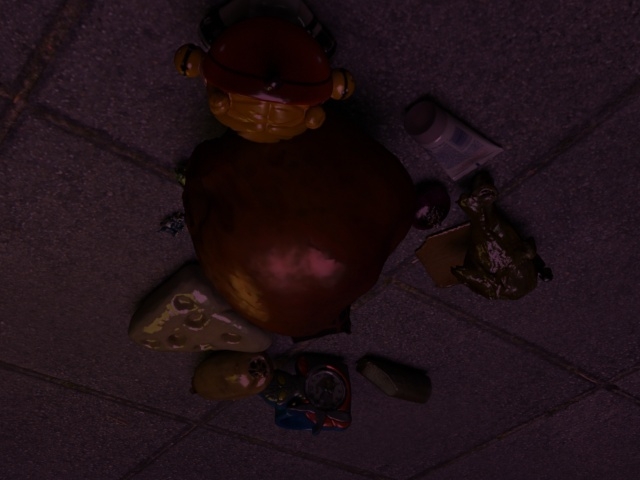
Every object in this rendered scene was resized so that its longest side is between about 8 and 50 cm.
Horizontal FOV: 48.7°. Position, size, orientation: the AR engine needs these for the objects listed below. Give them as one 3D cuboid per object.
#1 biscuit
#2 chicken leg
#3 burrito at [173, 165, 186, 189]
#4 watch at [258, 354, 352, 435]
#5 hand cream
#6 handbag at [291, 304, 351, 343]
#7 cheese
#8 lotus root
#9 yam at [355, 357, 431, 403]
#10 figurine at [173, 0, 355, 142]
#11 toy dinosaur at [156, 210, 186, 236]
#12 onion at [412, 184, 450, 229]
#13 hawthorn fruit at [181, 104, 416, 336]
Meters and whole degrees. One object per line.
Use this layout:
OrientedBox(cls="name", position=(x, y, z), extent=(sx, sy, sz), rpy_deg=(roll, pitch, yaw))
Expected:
OrientedBox(cls="biscuit", position=(0.381, 0.035, 1.844), extent=(0.237, 0.013, 0.232), rpy_deg=(-21, 136, 18))
OrientedBox(cls="chicken leg", position=(0.403, 0.015, 1.723), extent=(0.211, 0.140, 0.361), rpy_deg=(-39, 119, 7))
OrientedBox(cls="burrito", position=(-0.224, -0.088, 1.637), extent=(0.104, 0.054, 0.288), rpy_deg=(-24, 134, 22))
OrientedBox(cls="watch", position=(-0.059, 0.507, 2.211), extent=(0.305, 0.241, 0.274), rpy_deg=(5, 151, -9))
OrientedBox(cls="hand cream", position=(0.284, -0.212, 1.524), extent=(0.133, 0.083, 0.248), rpy_deg=(-30, 143, 28))
OrientedBox(cls="handbag", position=(-0.003, 0.156, 1.848), extent=(0.169, 0.155, 0.215), rpy_deg=(-5, 121, -1))
OrientedBox(cls="cheese", position=(-0.340, 0.238, 1.943), extent=(0.328, 0.129, 0.351), rpy_deg=(-29, 130, 24))
OrientedBox(cls="lotus root", position=(-0.278, 0.400, 2.111), extent=(0.169, 0.151, 0.343), rpy_deg=(14, 155, -41))
OrientedBox(cls="yam", position=(0.234, 0.445, 2.237), extent=(0.259, 0.106, 0.106), rpy_deg=(19, 134, -24))
OrientedBox(cls="figurine", position=(-0.089, -0.299, 1.206), extent=(0.320, 0.323, 0.196), rpy_deg=(5, 139, -10))
OrientedBox(cls="toy dinosaur", position=(-0.357, -0.038, 1.704), extent=(0.083, 0.030, 0.047), rpy_deg=(-33, 129, 29))
OrientedBox(cls="onion", position=(0.255, -0.072, 1.650), extent=(0.115, 0.104, 0.115), rpy_deg=(-15, 142, -12))
OrientedBox(cls="hawthorn fruit", position=(-0.063, -0.052, 1.405), extent=(0.472, 0.471, 0.471), rpy_deg=(-2, 138, -1))
